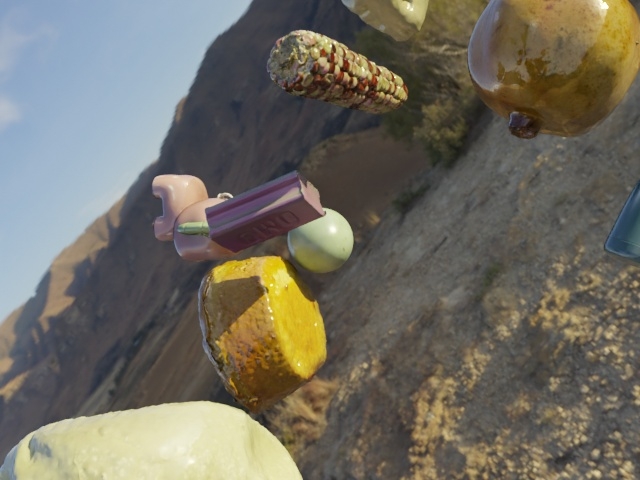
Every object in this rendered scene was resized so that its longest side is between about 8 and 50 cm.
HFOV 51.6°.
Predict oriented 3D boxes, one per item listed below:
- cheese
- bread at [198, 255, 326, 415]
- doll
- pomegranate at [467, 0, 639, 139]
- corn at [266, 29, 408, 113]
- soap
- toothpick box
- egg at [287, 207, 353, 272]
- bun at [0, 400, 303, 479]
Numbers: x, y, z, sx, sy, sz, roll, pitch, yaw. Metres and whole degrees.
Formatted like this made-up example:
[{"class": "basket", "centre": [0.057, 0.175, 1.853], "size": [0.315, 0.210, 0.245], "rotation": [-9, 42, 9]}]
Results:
[{"class": "cheese", "centre": [0.129, -0.478, 1.129], "size": [0.093, 0.159, 0.263], "rotation": [-8, 65, 45]}, {"class": "bread", "centre": [-0.117, 0.198, 1.461], "size": [0.204, 0.337, 0.358], "rotation": [-15, 4, 14]}, {"class": "doll", "centre": [-0.264, -0.055, 1.607], "size": [0.268, 0.216, 0.284], "rotation": [0, 6, 24]}, {"class": "pomegranate", "centre": [0.553, -0.425, 1.571], "size": [0.417, 0.416, 0.417], "rotation": [-50, 12, 14]}, {"class": "corn", "centre": [0.034, -0.238, 0.987], "size": [0.280, 0.092, 0.092], "rotation": [6, -46, -51]}, {"class": "soap", "centre": [-0.105, -0.051, 1.249], "size": [0.203, 0.066, 0.122], "rotation": [-23, -23, 13]}, {"class": "toothpick box", "centre": [0.653, -0.039, 1.309], "size": [0.120, 0.120, 0.184], "rotation": [-138, 70, -79]}, {"class": "egg", "centre": [0.000, 0.000, 1.513], "size": [0.149, 0.149, 0.192], "rotation": [-53, 8, -3]}, {"class": "bun", "centre": [-0.187, 0.337, 0.744], "size": [0.352, 0.349, 0.227], "rotation": [-40, 41, 34]}]
